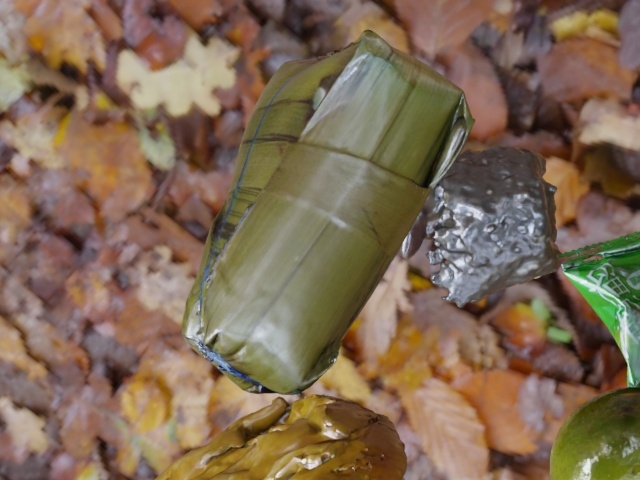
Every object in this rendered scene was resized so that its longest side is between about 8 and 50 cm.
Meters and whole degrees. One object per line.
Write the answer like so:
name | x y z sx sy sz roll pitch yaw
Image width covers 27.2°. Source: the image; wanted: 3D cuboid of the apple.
apple | 0.340 0.248 1.413 0.197 0.157 0.196 -1 112 -3

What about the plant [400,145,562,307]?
plant | 0.202 -0.023 1.756 0.234 0.178 0.204 -10 133 10

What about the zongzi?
zongzi | -0.031 -0.022 0.985 0.123 0.260 0.289 33 171 -20

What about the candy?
candy | 0.385 0.086 1.578 0.203 0.141 0.078 67 155 21

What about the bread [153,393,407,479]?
bread | -0.062 0.301 0.987 0.398 0.398 0.215 -29 112 35
